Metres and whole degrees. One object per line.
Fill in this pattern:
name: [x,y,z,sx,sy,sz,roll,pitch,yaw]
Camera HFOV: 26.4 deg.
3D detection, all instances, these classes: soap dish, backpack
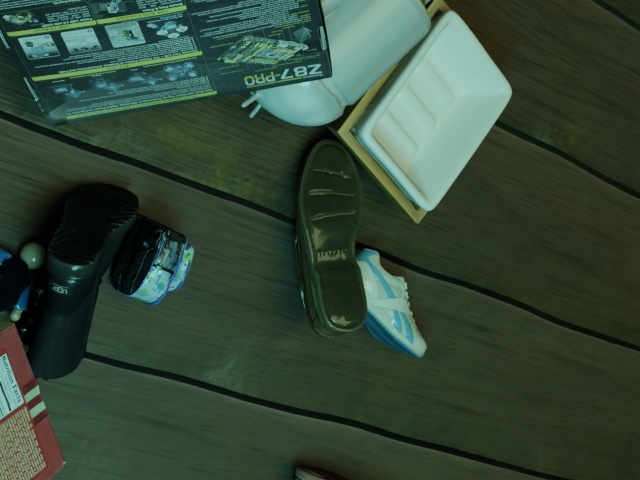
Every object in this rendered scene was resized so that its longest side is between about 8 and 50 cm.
soap dish: [0.157,-0.211,2.200,0.229,0.118,0.291,46,71,-33]
backpack: [-0.240,0.034,1.954,0.084,0.105,0.114,26,88,-36]

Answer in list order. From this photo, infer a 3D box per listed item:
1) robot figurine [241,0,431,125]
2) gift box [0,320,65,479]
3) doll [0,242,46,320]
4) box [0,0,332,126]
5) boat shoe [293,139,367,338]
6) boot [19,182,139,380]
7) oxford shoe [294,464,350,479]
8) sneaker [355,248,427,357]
robot figurine: [0.019,-0.309,1.997,0.353,0.200,0.300,-43,164,0]
gift box: [-0.519,0.231,1.680,0.276,0.258,0.255,-33,119,-45]
doll: [-0.448,0.061,1.839,0.189,0.046,0.129,-36,119,-26]
box: [-0.196,-0.287,1.708,0.318,0.394,0.097,74,7,-61]
boat shoe: [0.000,0.000,2.132,0.110,0.104,0.307,4,77,-24]
boot: [-0.337,0.056,1.887,0.094,0.246,0.207,20,121,-1]
oxford shoe: [0.066,0.482,2.258,0.348,0.123,0.130,38,81,-34]
sneaker: [0.115,0.110,2.247,0.092,0.087,0.229,-54,126,-19]
